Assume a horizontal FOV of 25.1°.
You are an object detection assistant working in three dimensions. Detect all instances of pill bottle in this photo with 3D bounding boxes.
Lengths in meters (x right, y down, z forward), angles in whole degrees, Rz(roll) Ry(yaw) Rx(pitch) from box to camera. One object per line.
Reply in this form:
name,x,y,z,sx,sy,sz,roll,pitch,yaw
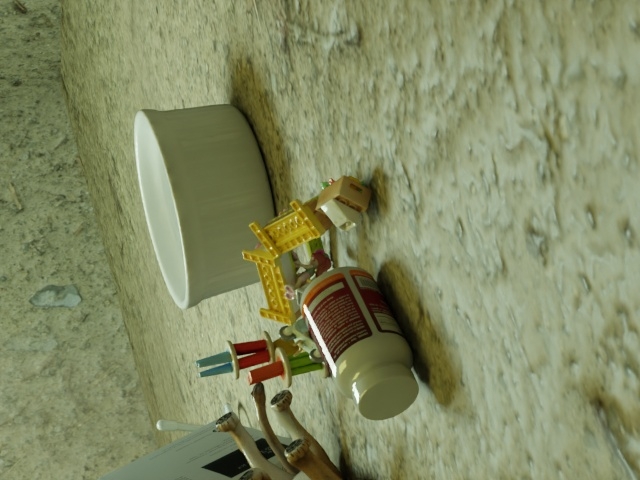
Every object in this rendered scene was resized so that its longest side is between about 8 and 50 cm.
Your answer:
pill bottle,0.041,0.105,1.453,0.086,0.086,0.152,91,160,-44

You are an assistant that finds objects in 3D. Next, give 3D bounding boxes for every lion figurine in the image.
lion figurine,-0.003,0.324,1.754,0.240,0.142,0.392,51,-172,-16

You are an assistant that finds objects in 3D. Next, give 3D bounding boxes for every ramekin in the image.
ramekin,-0.156,-0.055,1.960,0.277,0.135,0.277,167,90,-75

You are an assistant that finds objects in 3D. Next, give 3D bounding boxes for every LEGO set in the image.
LEGO set,0.000,0.000,1.568,0.132,0.107,0.287,31,140,20

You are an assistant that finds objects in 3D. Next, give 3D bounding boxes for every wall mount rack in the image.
wall mount rack,-0.159,0.423,2.342,0.304,0.130,0.350,83,168,-62

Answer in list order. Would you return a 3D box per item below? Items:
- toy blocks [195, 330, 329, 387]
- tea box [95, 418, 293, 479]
toy blocks,-0.076,0.155,1.816,0.123,0.148,0.054,-141,40,-68
tea box,-0.172,0.468,1.993,0.220,0.329,0.324,6,110,48
